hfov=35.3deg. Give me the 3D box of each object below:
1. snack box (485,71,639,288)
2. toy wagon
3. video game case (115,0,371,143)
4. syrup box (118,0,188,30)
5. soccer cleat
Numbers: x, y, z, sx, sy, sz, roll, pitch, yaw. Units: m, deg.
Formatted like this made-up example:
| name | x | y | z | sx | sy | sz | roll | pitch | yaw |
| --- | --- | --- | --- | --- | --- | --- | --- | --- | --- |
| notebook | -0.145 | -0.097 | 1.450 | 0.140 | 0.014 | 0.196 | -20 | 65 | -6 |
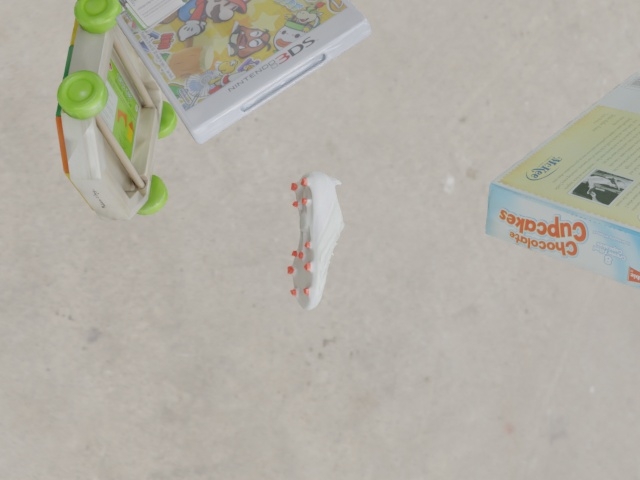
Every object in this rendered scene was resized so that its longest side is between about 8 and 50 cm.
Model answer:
| name | x | y | z | sx | sy | sz | roll | pitch | yaw |
| --- | --- | --- | --- | --- | --- | --- | --- | --- | --- |
| snack box | 0.320 | -0.066 | 0.961 | 0.322 | 0.187 | 0.060 | -34 | 134 | -41 |
| toy wagon | -0.251 | -0.201 | 1.282 | 0.267 | 0.068 | 0.344 | 72 | 19 | -64 |
| video game case | -0.088 | -0.225 | 1.047 | 0.206 | 0.227 | 0.026 | -33 | 141 | -3 |
| syrup box | -0.187 | -0.321 | 0.912 | 0.237 | 0.096 | 0.093 | 51 | 61 | -18 |
| soccer cleat | 0.000 | 0.000 | 1.409 | 0.076 | 0.068 | 0.196 | 5 | 82 | -32 |
